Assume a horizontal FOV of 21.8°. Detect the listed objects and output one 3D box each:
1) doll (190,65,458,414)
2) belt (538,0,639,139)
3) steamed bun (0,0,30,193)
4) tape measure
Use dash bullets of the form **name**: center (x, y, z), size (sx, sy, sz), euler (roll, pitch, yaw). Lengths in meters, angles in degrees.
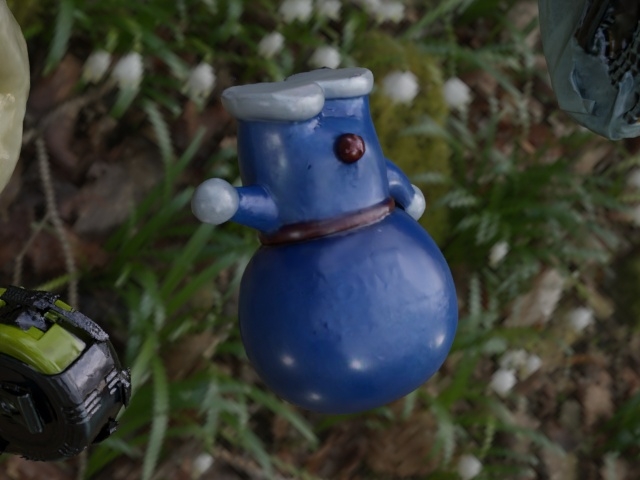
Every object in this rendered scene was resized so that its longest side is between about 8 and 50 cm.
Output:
- **doll**: center (0.000, 0.000, 1.209), size (0.215, 0.161, 0.256), euler (-16, 98, -34)
- **belt**: center (0.284, -0.205, 1.386), size (0.150, 0.257, 0.207), euler (-1, 46, -24)
- **steamed bun**: center (-0.293, -0.121, 0.618), size (0.372, 0.325, 0.230), euler (21, 61, 8)
- **tape measure**: center (-0.295, 0.138, 1.703), size (0.112, 0.186, 0.199), euler (-52, 134, -43)
